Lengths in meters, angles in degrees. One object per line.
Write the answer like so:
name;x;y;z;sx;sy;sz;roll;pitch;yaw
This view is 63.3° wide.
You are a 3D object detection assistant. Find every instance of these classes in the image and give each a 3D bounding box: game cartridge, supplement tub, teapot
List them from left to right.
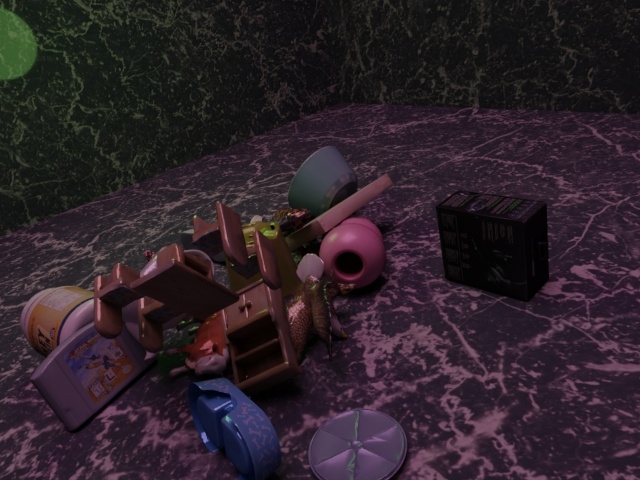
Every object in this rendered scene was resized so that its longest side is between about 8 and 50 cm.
supplement tub;-0.730;0.260;1.557;0.316;0.228;0.228;7;32;37
game cartridge;-0.598;0.328;1.388;0.062;0.198;0.297;-9;24;38
teapot;-0.424;0.152;1.426;0.256;0.187;0.252;-49;15;8

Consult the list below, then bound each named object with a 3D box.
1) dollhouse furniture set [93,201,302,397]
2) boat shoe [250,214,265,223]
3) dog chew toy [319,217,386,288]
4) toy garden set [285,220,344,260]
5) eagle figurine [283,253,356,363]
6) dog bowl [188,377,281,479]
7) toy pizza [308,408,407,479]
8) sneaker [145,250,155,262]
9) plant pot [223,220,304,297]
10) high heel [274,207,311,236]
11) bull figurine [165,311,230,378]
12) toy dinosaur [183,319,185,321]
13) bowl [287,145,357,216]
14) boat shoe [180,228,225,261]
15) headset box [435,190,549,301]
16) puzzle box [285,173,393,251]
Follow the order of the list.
dollhouse furniture set;-0.237;0.175;1.178;0.362;0.394;0.256;-28;54;16
boat shoe;-0.225;-0.010;2.018;0.096;0.098;0.277;-10;35;7
dog chew toy;0.114;0.019;1.676;0.207;0.206;0.332;-7;19;14
toy garden set;0.000;0.000;1.938;0.244;0.049;0.204;-18;24;-10
eagle figurine;-0.015;0.198;1.383;0.225;0.226;0.298;20;32;18
dog bowl;-0.184;0.396;1.098;0.074;0.166;0.297;-16;22;-34
toy pizza;0.075;0.423;1.050;0.201;0.032;0.201;-10;26;5
sneaker;-0.683;0.071;2.120;0.047;0.057;0.119;-30;31;-35
plant pot;-0.181;0.087;1.607;0.276;0.254;0.276;-11;25;5
high heel;-0.075;-0.079;1.752;0.186;0.093;0.261;-23;9;25
bull figurine;-0.320;0.289;1.438;0.188;0.101;0.310;-11;24;10
toy dinosaur;-0.346;0.162;1.552;0.112;0.064;0.211;-12;18;28
bowl;0.034;-0.208;2.108;0.163;0.311;0.311;38;50;23
boat shoe;-0.409;-0.007;2.078;0.156;0.136;0.367;-29;20;-35
headset box;0.485;0.008;1.440;0.131;0.246;0.283;-33;30;-33
puzzle box;0.054;-0.093;1.844;0.409;0.052;0.272;-35;4;-40
